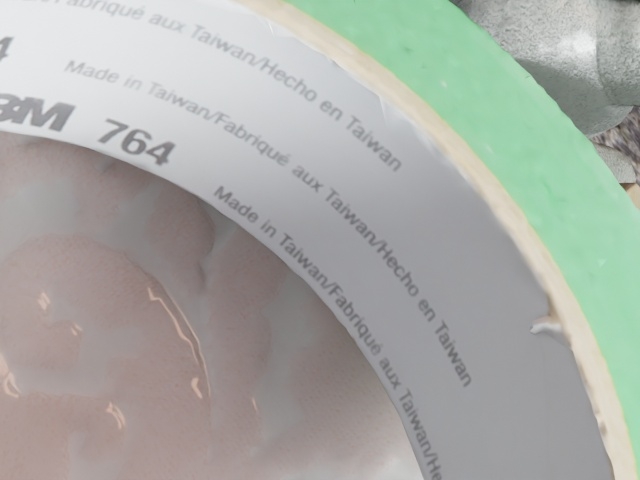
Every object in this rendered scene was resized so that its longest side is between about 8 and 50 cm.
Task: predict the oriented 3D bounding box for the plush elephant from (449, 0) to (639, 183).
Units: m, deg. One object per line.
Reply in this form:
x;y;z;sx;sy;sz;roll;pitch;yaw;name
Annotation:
0.138;-0.189;0.970;0.330;0.272;0.256;16;66;-18;plush elephant

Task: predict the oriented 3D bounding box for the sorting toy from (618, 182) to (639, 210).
0.078;0.122;0.662;0.255;0.089;0.257;-27;115;-64;sorting toy

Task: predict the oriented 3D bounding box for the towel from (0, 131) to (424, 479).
-0.079;0.031;0.471;0.332;0.317;0.053;53;-9;3;towel

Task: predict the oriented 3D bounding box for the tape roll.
-0.046;0.050;0.325;0.321;0.077;0.321;18;52;-24;tape roll
